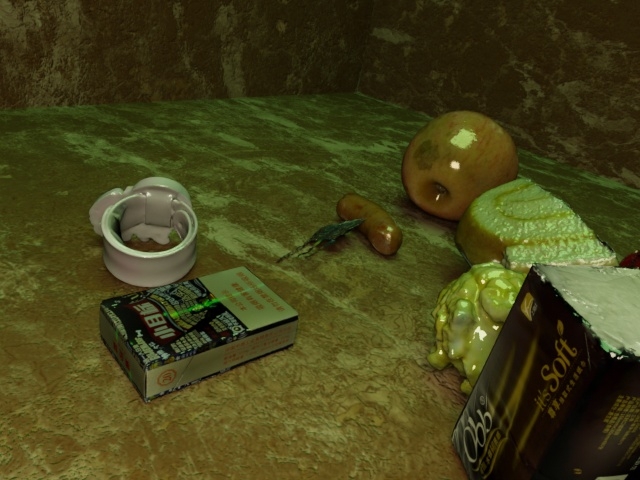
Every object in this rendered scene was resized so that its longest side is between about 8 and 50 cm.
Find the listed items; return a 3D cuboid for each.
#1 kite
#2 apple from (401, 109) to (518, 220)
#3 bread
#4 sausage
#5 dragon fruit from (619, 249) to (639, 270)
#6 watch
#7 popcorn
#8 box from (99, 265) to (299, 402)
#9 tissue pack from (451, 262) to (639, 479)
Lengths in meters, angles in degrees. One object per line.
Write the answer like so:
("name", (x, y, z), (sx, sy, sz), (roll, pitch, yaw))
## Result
("kite", (0.000, 0.000, 1.384), (0.152, 0.015, 0.285), (-9, 15, 37))
("apple", (0.443, -0.232, 1.687), (0.363, 0.364, 0.364), (8, 27, -4))
("bread", (0.495, 0.045, 1.257), (0.263, 0.239, 0.395), (-25, 30, 5))
("sausage", (0.147, -0.049, 1.494), (0.108, 0.109, 0.270), (-4, 30, -26))
("dragon fruit", (0.757, 0.182, 1.217), (0.152, 0.205, 0.317), (-14, 38, 43))
("watch", (-0.400, -0.005, 1.168), (0.243, 0.196, 0.232), (3, 49, -14))
("popcorn", (0.325, 0.169, 0.981), (0.292, 0.293, 0.237), (-4, 36, -27))
("box", (-0.220, 0.157, 0.970), (0.310, 0.084, 0.198), (-13, 35, -39))
("tissue pack", (0.352, 0.233, 0.726), (0.209, 0.370, 0.198), (2, 32, -18))
